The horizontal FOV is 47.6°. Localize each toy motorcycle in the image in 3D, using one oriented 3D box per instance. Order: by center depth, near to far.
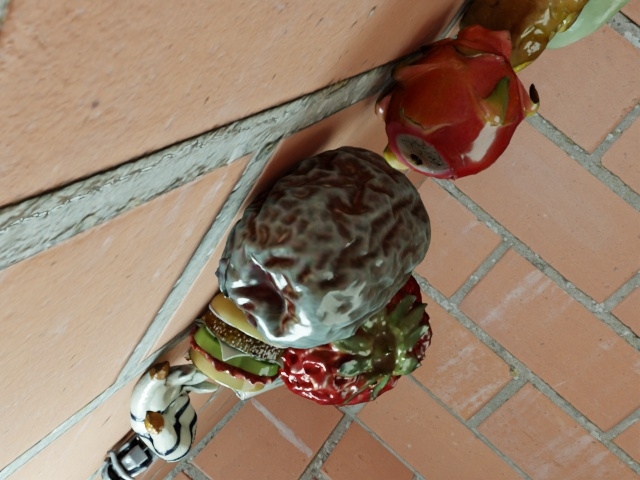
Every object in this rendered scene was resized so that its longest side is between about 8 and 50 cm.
[{"bbox_3d":[-0.355,0.412,1.436,0.215,0.080,0.122,-36,-177,8],"label":"toy motorcycle"}]

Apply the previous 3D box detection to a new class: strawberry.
[{"bbox_3d":[0.007,0.159,1.372,0.317,0.295,0.345,-39,-154,-31],"label":"strawberry"}]

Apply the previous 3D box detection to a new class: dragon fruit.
[{"bbox_3d":[0.200,-0.205,1.098,0.227,0.224,0.224,-48,174,-25],"label":"dragon fruit"}]

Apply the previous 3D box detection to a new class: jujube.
[{"bbox_3d":[0.012,0.003,0.950,0.317,0.226,0.226,-34,164,-47],"label":"jujube"}]

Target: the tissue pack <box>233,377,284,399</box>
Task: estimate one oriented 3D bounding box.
[{"bbox_3d":[-0.107,0.278,1.855,0.271,0.124,0.201,-7,131,-58],"label":"tissue pack"}]

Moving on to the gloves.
[{"bbox_3d":[-0.257,0.269,1.205,0.140,0.131,0.218,-42,140,-35],"label":"gloves"}]

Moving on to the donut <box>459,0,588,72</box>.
[{"bbox_3d":[0.373,-0.419,1.203,0.299,0.150,0.317,-52,174,25],"label":"donut"}]

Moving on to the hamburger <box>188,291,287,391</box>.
[{"bbox_3d":[-0.122,0.151,1.176,0.136,0.175,0.175,-62,172,8],"label":"hamburger"}]

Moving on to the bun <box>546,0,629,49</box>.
[{"bbox_3d":[0.499,-0.520,1.434,0.283,0.179,0.283,-41,-166,13],"label":"bun"}]

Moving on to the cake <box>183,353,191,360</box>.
[{"bbox_3d":[-0.192,0.189,1.438,0.220,0.117,0.086,24,107,-49],"label":"cake"}]

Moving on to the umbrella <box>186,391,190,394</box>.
[{"bbox_3d":[-0.301,0.327,1.528,0.036,0.031,0.133,-24,-173,25],"label":"umbrella"}]
